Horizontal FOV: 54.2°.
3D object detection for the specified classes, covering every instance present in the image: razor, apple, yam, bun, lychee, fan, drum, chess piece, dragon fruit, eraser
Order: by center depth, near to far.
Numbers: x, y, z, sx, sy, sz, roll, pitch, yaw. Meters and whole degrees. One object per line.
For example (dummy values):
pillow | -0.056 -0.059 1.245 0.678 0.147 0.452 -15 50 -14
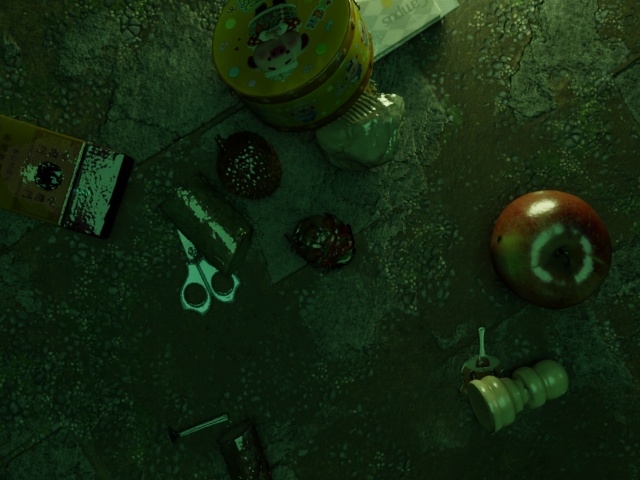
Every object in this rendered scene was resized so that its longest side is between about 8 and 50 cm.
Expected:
drum | -0.072 -0.530 1.732 0.430 0.214 0.431 -6 73 21
lychee | -0.219 -0.223 1.827 0.238 0.200 0.200 37 89 -25
bun | 0.122 -0.318 1.828 0.281 0.281 0.205 -39 127 -2
yam | -0.323 -0.050 1.842 0.168 0.168 0.304 -44 93 -2
apple | 0.674 0.024 1.848 0.348 0.277 0.349 0 94 -2
dragon fruit | 0.008 0.003 1.859 0.188 0.182 0.182 36 89 -23
yam | -0.216 0.692 1.884 0.131 0.131 0.280 -18 95 -3
eraser | 0.197 -0.682 1.897 0.396 0.082 0.213 -33 94 -2
razor | -0.372 0.572 1.913 0.190 0.033 0.066 -19 93 -4
chess piece | 0.617 0.457 1.921 0.299 0.167 0.167 -20 93 -12
fan | 0.511 0.386 1.978 0.152 0.008 0.227 -4 92 -4

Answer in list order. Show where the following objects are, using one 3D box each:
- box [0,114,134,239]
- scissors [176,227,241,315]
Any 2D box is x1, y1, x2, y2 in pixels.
box | -0.785 -0.187 1.828 0.415 0.116 0.265 19 89 -3
scissors | -0.385 0.047 1.904 0.191 0.029 0.360 -25 91 -7
